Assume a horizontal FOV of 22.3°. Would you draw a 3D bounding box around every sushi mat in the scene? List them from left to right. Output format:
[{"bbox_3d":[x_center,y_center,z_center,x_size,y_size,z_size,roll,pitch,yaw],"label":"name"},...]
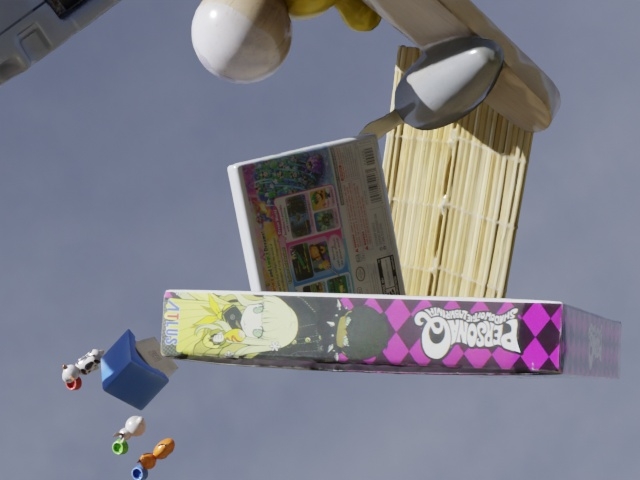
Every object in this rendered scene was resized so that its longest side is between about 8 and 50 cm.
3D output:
[{"bbox_3d":[0.125,-0.030,1.597,0.019,0.151,0.316,-20,-58,-57],"label":"sushi mat"}]

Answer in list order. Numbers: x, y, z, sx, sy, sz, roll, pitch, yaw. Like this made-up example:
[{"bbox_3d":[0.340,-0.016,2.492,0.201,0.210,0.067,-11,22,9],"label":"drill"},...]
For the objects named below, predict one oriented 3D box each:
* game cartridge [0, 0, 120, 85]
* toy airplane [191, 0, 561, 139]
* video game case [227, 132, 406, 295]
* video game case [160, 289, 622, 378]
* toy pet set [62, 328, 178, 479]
[{"bbox_3d":[-0.148,-0.163,0.974,0.060,0.294,0.196,54,-36,-12],"label":"game cartridge"},{"bbox_3d":[0.001,-0.242,1.347,0.272,0.386,0.384,-52,-28,-2],"label":"toy airplane"},{"bbox_3d":[0.000,0.000,1.351,0.143,0.157,0.019,-15,9,-32],"label":"video game case"},{"bbox_3d":[0.051,0.055,0.910,0.210,0.042,0.232,1,-5,18],"label":"video game case"},{"bbox_3d":[-0.181,0.145,1.463,0.114,0.122,0.065,-46,-14,24],"label":"toy pet set"}]
